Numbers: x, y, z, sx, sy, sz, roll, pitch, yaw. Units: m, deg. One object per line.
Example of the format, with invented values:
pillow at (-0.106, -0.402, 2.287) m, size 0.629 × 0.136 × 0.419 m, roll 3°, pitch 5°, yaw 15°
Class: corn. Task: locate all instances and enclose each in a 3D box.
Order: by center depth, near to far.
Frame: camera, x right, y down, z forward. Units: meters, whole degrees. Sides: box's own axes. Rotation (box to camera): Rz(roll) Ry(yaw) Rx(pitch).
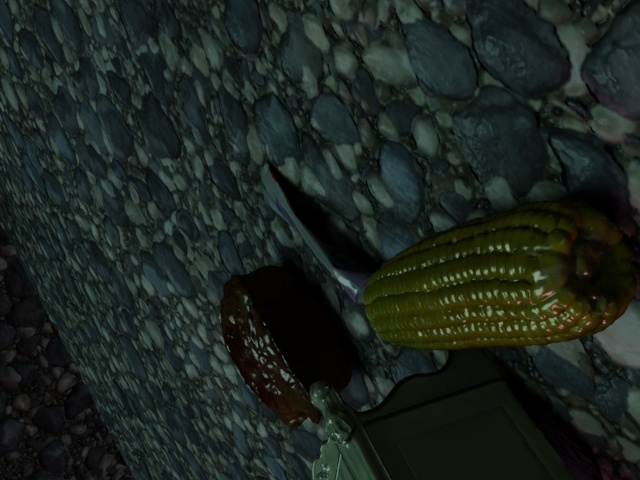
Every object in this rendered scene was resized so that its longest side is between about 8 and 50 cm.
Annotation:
corn at (0.153, 0.047, 0.829) m, size 0.131 × 0.131 × 0.344 m, roll 62°, pitch 151°, yaw -2°

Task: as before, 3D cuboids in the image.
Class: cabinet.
cabinet at (0.132, 0.329, 0.922) m, size 0.289 × 0.228 × 0.318 m, roll 96°, pitch 150°, yaw -44°

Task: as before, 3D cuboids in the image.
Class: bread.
bread at (-0.065, 0.159, 1.256) m, size 0.246 × 0.135 × 0.232 m, roll 58°, pitch 151°, yaw 4°

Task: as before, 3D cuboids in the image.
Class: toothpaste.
toothpaste at (0.000, 0.000, 1.107) m, size 0.301 × 0.048 × 0.075 m, roll 46°, pitch 176°, yaw 37°
